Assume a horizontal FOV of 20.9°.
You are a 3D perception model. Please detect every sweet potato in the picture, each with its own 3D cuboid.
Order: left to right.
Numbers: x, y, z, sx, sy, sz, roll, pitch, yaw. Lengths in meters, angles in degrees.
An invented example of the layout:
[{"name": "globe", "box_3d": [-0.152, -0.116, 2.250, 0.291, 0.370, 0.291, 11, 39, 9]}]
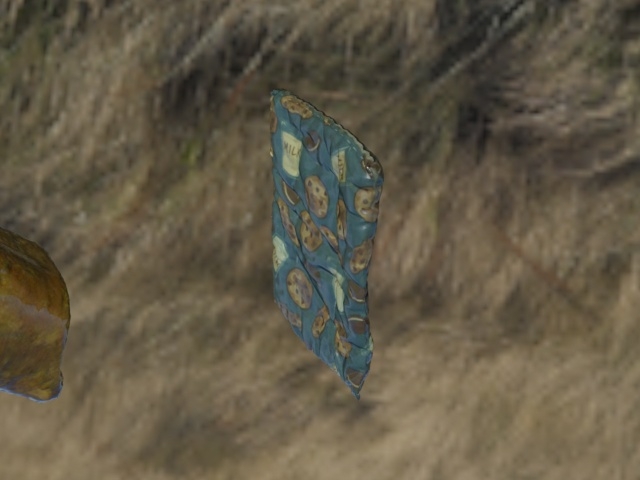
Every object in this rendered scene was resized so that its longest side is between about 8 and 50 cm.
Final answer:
[{"name": "sweet potato", "box_3d": [-0.340, 0.026, 1.470, 0.158, 0.158, 0.370, -6, 152, 35]}]

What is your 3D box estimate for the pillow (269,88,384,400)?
[{"name": "pillow", "box_3d": [0.001, -0.001, 1.610, 0.034, 0.255, 0.189, -12, -147, -24]}]
